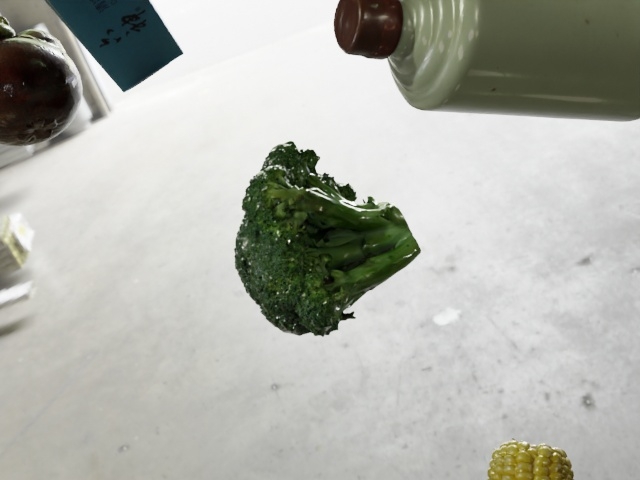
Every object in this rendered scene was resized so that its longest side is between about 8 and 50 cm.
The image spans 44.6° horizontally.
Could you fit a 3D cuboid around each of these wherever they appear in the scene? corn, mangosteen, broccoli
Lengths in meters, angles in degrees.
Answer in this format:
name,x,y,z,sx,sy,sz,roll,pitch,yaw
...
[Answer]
name,x,y,z,sx,sy,sz,roll,pitch,yaw
corn,0.207,0.326,0.787,0.093,0.093,0.244,-1,72,30
mangosteen,-0.387,-0.211,0.979,0.156,0.181,0.146,-17,2,-22
broccoli,0.000,0.000,1.056,0.245,0.265,0.294,-15,42,-2

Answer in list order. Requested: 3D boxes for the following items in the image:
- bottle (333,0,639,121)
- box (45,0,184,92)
name,x,y,z,sx,sy,sz,roll,pitch,yaw
bottle,0.126,-0.136,0.529,0.245,0.104,0.104,-2,22,-25
box,-0.228,-0.260,0.721,0.083,0.232,0.142,-34,68,-3
